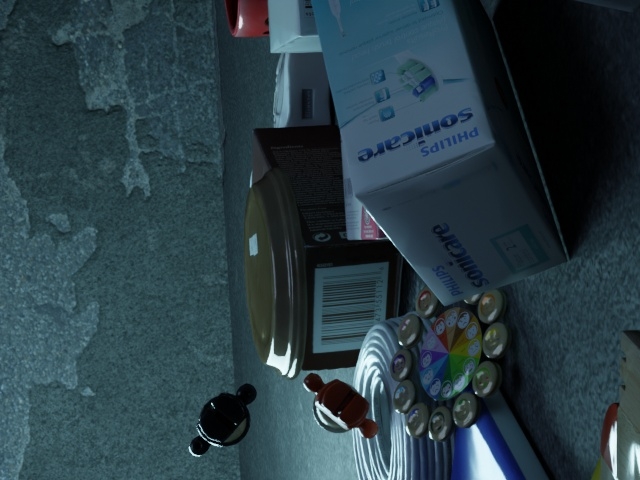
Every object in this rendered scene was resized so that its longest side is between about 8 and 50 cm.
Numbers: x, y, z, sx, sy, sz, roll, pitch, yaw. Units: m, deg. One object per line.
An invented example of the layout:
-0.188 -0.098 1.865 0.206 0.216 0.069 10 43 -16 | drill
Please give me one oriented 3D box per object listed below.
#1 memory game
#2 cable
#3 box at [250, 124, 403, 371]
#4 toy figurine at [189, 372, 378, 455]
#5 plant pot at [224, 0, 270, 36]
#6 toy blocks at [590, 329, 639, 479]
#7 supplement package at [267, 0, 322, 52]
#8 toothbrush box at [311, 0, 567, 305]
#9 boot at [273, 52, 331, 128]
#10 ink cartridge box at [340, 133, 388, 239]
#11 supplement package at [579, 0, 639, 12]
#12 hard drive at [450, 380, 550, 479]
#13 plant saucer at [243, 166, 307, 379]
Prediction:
0.130 0.115 1.435 0.186 0.012 0.186 -34 47 46 | memory game
0.103 0.209 1.606 0.257 0.089 0.257 -118 27 -63 | cable
0.000 0.000 1.926 0.381 0.143 0.191 -117 26 -59 | box
-0.036 0.259 1.573 0.148 0.213 0.209 110 152 -80 | toy figurine
-0.041 -0.375 1.905 0.191 0.174 0.191 176 90 -78 | plant pot
0.233 0.196 0.864 0.261 0.190 0.381 -94 3 -79 | toy blocks
0.021 -0.337 1.680 0.194 0.149 0.203 -170 76 -78 | supplement package
0.097 -0.125 1.235 0.216 0.126 0.295 49 -155 -52 | toothbrush box
-0.028 -0.190 2.148 0.123 0.095 0.258 -120 36 -77 | boot
0.081 -0.112 1.613 0.158 0.092 0.218 -179 84 -78 | ink cartridge box
0.140 -0.324 0.920 0.177 0.175 0.293 123 145 -44 | supplement package
0.191 0.310 1.340 0.319 0.040 0.210 -114 23 -58 | hard drive
-0.063 0.043 1.815 0.278 0.041 0.278 176 90 -79 | plant saucer
